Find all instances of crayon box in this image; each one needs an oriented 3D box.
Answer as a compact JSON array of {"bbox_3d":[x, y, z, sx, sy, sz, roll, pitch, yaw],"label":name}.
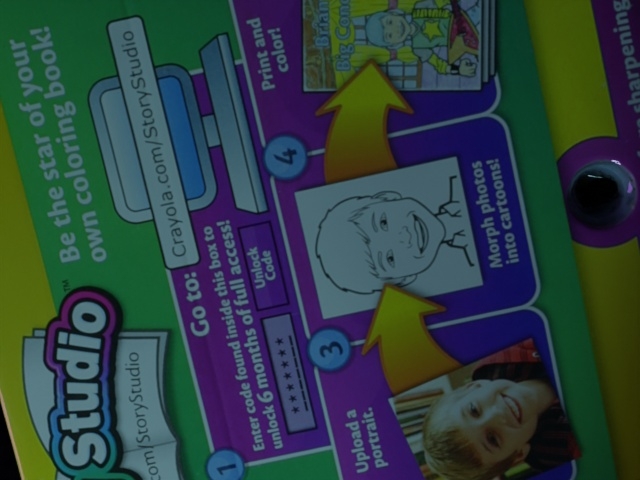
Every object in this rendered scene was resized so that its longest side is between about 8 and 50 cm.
[{"bbox_3d":[0.000,0.000,0.493,0.106,0.313,0.363,-79,-23,-82],"label":"crayon box"}]
